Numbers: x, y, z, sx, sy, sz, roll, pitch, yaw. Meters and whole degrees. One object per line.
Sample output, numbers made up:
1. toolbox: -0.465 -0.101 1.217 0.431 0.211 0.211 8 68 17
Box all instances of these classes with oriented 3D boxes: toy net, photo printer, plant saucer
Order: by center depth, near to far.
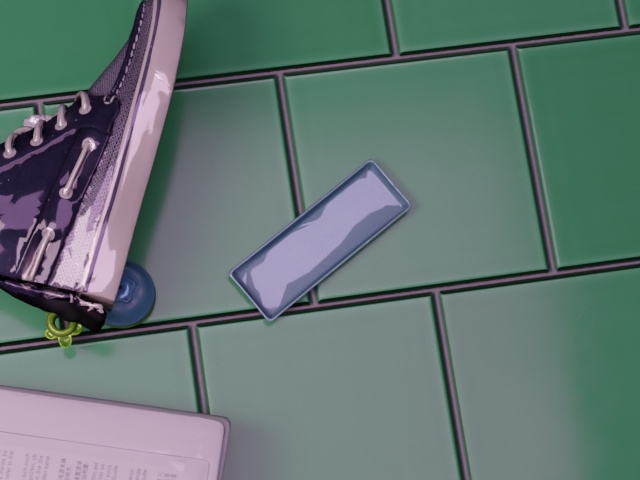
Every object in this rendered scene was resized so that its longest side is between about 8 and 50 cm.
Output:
1. photo printer: -0.252 0.269 1.554 0.308 0.107 0.256 8 71 -3
2. toy net: -0.257 -0.012 1.655 0.122 0.045 0.232 -23 79 -7
3. plant saucer: 0.000 0.000 1.686 0.192 0.018 0.067 -39 84 -11

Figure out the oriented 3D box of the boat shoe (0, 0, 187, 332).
1. boat shoe: -0.237 -0.095 1.583 0.158 0.127 0.340 15 77 -7
